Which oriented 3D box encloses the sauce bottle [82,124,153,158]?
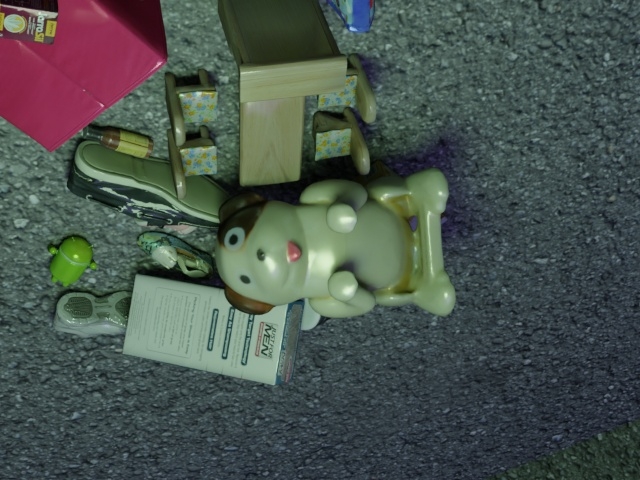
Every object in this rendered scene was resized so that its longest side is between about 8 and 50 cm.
[{"bbox_3d":[-0.373,-0.185,1.908,0.128,0.042,0.042,16,128,-30],"label":"sauce bottle"}]

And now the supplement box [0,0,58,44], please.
[{"bbox_3d":[-0.399,-0.301,1.395,0.083,0.043,0.055,4,131,-21],"label":"supplement box"}]

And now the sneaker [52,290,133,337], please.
[{"bbox_3d":[-0.468,0.167,2.234,0.232,0.090,0.115,10,149,-29],"label":"sneaker"}]

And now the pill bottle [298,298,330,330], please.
[{"bbox_3d":[0.025,0.092,2.226,0.246,0.130,0.130,-25,152,-46],"label":"pill bottle"}]

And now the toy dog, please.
[{"bbox_3d":[0.000,0.000,1.975,0.408,0.395,0.284,-6,105,-26],"label":"toy dog"}]

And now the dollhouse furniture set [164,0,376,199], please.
[{"bbox_3d":[-0.078,-0.224,1.808,0.362,0.256,0.394,-7,137,-11],"label":"dollhouse furniture set"}]

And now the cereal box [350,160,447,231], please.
[{"bbox_3d":[0.136,-0.058,2.218,0.173,0.047,0.240,-38,135,23],"label":"cereal box"}]

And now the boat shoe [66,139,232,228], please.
[{"bbox_3d":[-0.322,-0.080,1.976,0.340,0.127,0.113,16,130,-31],"label":"boat shoe"}]

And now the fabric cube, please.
[{"bbox_3d":[-0.419,-0.346,1.562,0.259,0.254,0.258,-34,134,18],"label":"fabric cube"}]

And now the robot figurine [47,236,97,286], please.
[{"bbox_3d":[-0.501,0.040,2.084,0.101,0.067,0.115,23,125,-23],"label":"robot figurine"}]

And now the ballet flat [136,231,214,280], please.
[{"bbox_3d":[-0.295,0.037,2.157,0.188,0.070,0.070,22,125,-36],"label":"ballet flat"}]

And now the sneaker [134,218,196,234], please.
[{"bbox_3d":[-0.303,-0.037,2.083,0.134,0.051,0.070,-14,133,-11],"label":"sneaker"}]

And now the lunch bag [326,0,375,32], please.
[{"bbox_3d":[0.038,-0.471,1.554,0.138,0.293,0.221,-11,138,-9],"label":"lunch bag"}]

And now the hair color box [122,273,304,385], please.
[{"bbox_3d":[-0.220,0.179,2.126,0.347,0.174,0.105,9,179,20],"label":"hair color box"}]
